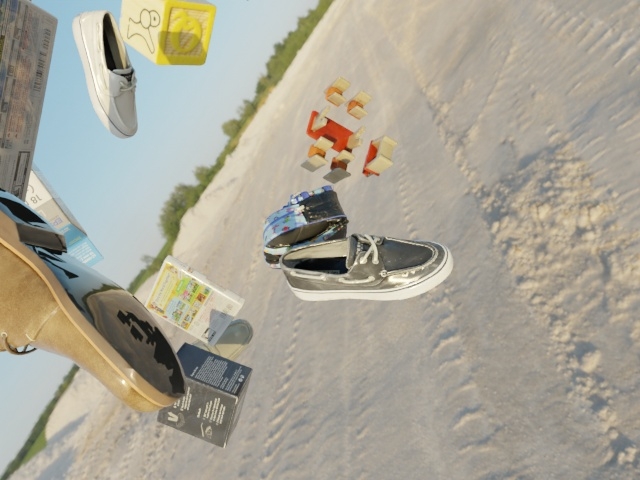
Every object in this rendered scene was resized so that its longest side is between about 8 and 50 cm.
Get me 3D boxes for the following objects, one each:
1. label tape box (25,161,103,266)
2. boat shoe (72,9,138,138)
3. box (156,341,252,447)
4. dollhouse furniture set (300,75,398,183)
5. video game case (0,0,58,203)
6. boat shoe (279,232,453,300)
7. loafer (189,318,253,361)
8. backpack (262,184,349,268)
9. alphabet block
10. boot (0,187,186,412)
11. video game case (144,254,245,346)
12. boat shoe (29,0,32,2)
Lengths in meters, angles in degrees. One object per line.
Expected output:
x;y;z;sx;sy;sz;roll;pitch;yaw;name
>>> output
-0.691;-0.023;1.178;0.240;0.334;0.106;-36;15;-13;label tape box
-0.442;-0.355;1.136;0.088;0.268;0.096;0;21;26;boat shoe
-0.239;0.317;1.080;0.093;0.158;0.156;-63;-8;-60;box
0.076;-0.279;1.495;0.135;0.259;0.262;-21;49;58;dollhouse furniture set
-0.470;-0.184;0.724;0.300;0.036;0.329;-110;35;-81;video game case
0.074;0.035;0.918;0.300;0.102;0.108;-5;50;19;boat shoe
-0.317;0.322;1.423;0.319;0.112;0.111;-37;-5;-17;loafer
-0.039;-0.019;1.053;0.158;0.173;0.117;86;164;-60;backpack
-0.459;-0.652;1.571;0.193;0.197;0.193;-23;-36;-47;alphabet block
-0.253;0.071;0.487;0.115;0.305;0.112;-53;-18;-5;boot
-0.312;0.154;1.283;0.227;0.206;0.026;-52;10;44;video game case
-0.720;-0.552;1.209;0.258;0.084;0.095;-69;21;8;boat shoe
